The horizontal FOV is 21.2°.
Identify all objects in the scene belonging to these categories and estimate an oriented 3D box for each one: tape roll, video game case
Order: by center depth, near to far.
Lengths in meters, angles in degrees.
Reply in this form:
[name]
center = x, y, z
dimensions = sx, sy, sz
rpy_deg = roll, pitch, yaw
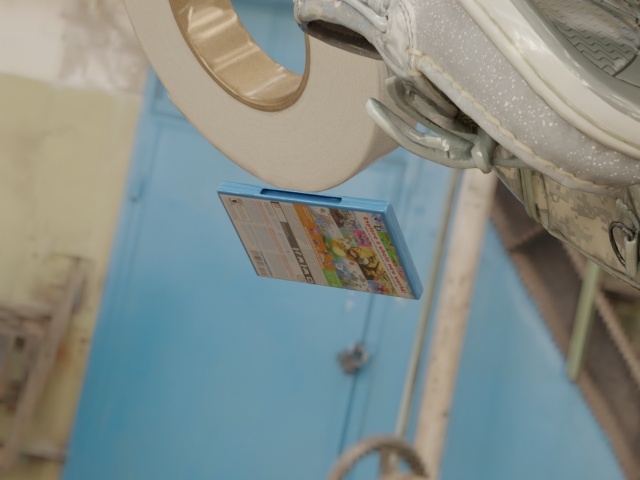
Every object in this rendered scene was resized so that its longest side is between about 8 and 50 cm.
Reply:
[video game case]
center = 0.000, 0.000, 1.502
dimensions = 0.166, 0.015, 0.119
rpy_deg = 8, -38, 28
[tape roll]
center = -0.057, -0.230, 1.629
dimensions = 0.072, 0.392, 0.392
rpy_deg = -33, 28, -33

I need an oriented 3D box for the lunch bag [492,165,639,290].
[lunch bag]
center = 0.279, -0.109, 1.178
dimensions = 0.305, 0.212, 0.256
rpy_deg = -23, 48, -14

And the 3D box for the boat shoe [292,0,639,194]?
[boat shoe]
center = 0.059, -0.083, 0.706
dimensions = 0.118, 0.103, 0.320
rpy_deg = 19, 17, -25
